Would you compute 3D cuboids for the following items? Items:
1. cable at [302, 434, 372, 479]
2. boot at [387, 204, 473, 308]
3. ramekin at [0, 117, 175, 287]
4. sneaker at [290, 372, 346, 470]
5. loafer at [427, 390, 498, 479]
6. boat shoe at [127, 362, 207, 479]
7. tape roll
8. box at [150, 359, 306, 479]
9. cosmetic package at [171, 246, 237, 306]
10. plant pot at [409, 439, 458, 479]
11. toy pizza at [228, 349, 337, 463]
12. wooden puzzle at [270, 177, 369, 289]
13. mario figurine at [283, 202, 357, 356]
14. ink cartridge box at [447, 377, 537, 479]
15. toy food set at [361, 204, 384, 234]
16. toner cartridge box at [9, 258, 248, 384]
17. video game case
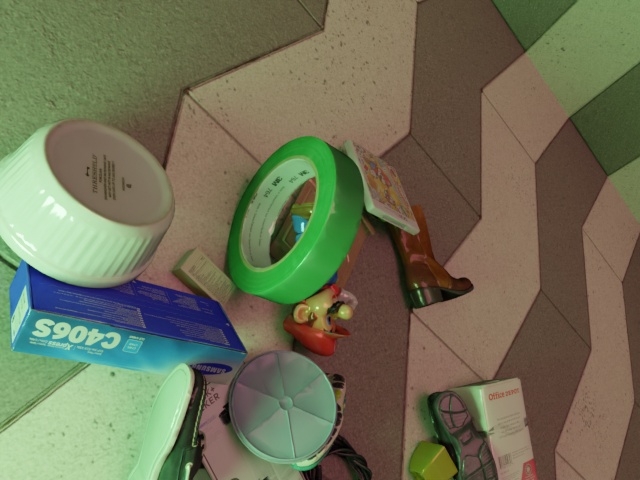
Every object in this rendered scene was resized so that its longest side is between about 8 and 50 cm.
[{"bbox_3d":[0.040,0.510,1.182,0.184,0.047,0.150,56,47,-15],"label":"cable"},{"bbox_3d":[0.304,0.037,1.575,0.264,0.096,0.280,-8,75,-36],"label":"boot"},{"bbox_3d":[-0.354,-0.070,0.877,0.273,0.127,0.273,35,32,-26],"label":"ramekin"},{"bbox_3d":[0.005,0.367,1.108,0.275,0.107,0.110,-44,131,-68],"label":"sneaker"},{"bbox_3d":[0.357,0.524,1.418,0.109,0.095,0.302,-19,84,-19],"label":"loafer"},{"bbox_3d":[-0.230,0.335,0.878,0.091,0.114,0.302,18,103,-30],"label":"boat shoe"},{"bbox_3d":[-0.057,-0.041,1.075,0.077,0.321,0.321,25,61,-35],"label":"tape roll"},{"bbox_3d":[-0.159,0.375,1.011,0.169,0.087,0.290,-30,98,-45],"label":"box"},{"bbox_3d":[-0.224,0.075,1.078,0.115,0.041,0.060,49,50,-20],"label":"cosmetic package"},{"bbox_3d":[0.266,0.551,1.359,0.083,0.081,0.081,-36,102,-32],"label":"plant pot"},{"bbox_3d":[-0.067,0.296,1.003,0.201,0.032,0.201,11,57,-17],"label":"toy pizza"},{"bbox_3d":[0.000,0.000,1.315,0.221,0.044,0.238,44,56,-24],"label":"wooden puzzle"},{"bbox_3d":[0.020,0.083,1.180,0.198,0.170,0.320,-1,88,-31],"label":"mario figurine"},{"bbox_3d":[0.471,0.530,1.527,0.207,0.117,0.283,3,75,-42],"label":"ink cartridge box"},{"bbox_3d":[0.141,-0.109,1.445,0.132,0.038,0.192,54,33,-15],"label":"toy food set"},{"bbox_3d":[-0.302,0.131,0.900,0.348,0.165,0.075,21,106,-36],"label":"toner cartridge box"},{"bbox_3d":[0.160,-0.137,1.445,0.206,0.026,0.227,23,41,-44],"label":"video game case"}]
